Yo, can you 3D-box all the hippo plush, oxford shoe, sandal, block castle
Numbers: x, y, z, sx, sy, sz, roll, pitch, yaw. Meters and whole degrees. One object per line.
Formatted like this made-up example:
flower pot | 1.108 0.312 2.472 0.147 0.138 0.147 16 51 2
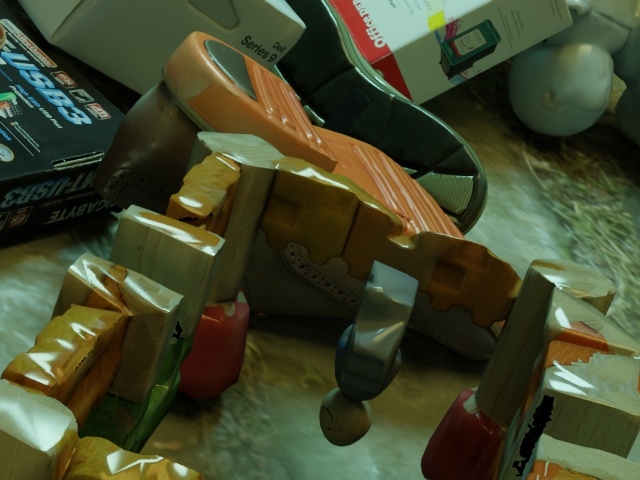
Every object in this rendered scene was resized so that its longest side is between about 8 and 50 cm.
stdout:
hippo plush | 0.307 -0.186 1.615 0.236 0.294 0.234 6 16 -26
oxford shoe | 0.000 0.000 1.193 0.363 0.133 0.130 36 16 -32
sandal | 0.015 -0.098 1.376 0.303 0.120 0.086 48 5 23
block castle | -0.013 0.135 0.880 0.303 0.213 0.453 21 22 4

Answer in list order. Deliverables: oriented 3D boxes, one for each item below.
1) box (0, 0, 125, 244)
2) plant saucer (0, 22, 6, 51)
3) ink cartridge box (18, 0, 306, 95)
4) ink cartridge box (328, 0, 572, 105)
box | -0.302 -0.109 1.104 0.295 0.073 0.293 43 28 18
plant saucer | -0.248 -0.144 1.128 0.083 0.013 0.083 25 29 -15
ink cartridge box | -0.171 -0.243 1.323 0.211 0.121 0.289 27 22 -55
ink cartridge box | 0.090 -0.203 1.536 0.078 0.231 0.134 62 2 -47
